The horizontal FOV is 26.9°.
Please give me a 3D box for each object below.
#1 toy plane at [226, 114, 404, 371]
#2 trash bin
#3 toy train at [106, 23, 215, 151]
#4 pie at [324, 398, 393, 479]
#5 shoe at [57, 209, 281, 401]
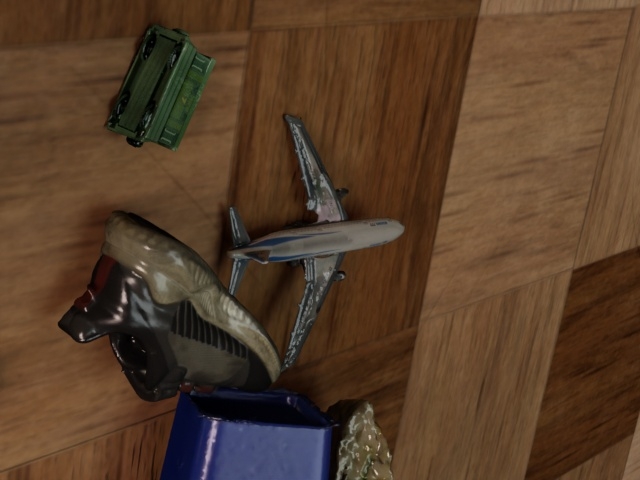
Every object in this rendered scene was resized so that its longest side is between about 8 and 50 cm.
[{"bbox_3d":[-0.004,0.000,1.182,0.226,0.058,0.225,-13,108,-54],"label":"toy plane"},{"bbox_3d":[-0.082,0.245,1.120,0.184,0.162,0.234,7,97,-19],"label":"trash bin"},{"bbox_3d":[-0.117,-0.110,0.989,0.056,0.038,0.093,25,88,-62],"label":"toy train"},{"bbox_3d":[0.016,0.311,1.220,0.075,0.337,0.337,9,105,-15],"label":"pie"},{"bbox_3d":[-0.119,0.072,1.048,0.112,0.099,0.227,-49,138,-13],"label":"shoe"}]
